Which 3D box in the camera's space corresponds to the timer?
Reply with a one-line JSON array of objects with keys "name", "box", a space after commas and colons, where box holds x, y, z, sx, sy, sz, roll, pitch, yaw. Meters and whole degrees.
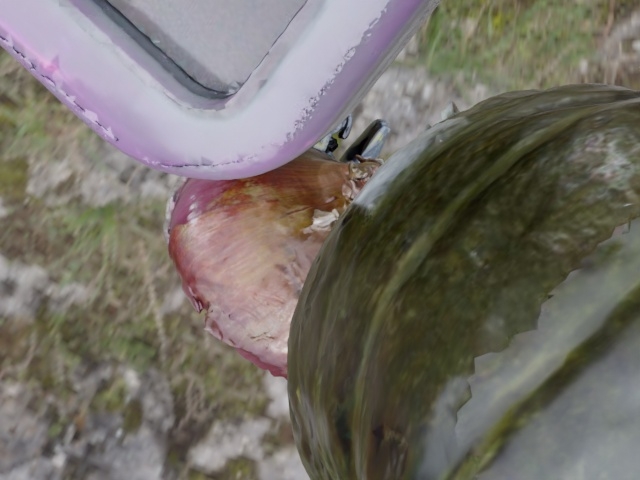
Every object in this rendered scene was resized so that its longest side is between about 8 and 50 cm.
[{"name": "timer", "box": [-0.047, -0.133, 0.571, 0.208, 0.069, 0.191, 43, 123, 4]}]

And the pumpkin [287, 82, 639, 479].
[{"name": "pumpkin", "box": [0.115, 0.066, 0.527, 0.189, 0.260, 0.260, -41, 104, -3]}]

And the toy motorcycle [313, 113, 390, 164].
[{"name": "toy motorcycle", "box": [-0.005, -0.027, 1.546, 0.124, 0.061, 0.193, 35, 78, -22]}]

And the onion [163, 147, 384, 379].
[{"name": "onion", "box": [0.000, 0.000, 1.374, 0.230, 0.230, 0.163, 29, 116, -5]}]
